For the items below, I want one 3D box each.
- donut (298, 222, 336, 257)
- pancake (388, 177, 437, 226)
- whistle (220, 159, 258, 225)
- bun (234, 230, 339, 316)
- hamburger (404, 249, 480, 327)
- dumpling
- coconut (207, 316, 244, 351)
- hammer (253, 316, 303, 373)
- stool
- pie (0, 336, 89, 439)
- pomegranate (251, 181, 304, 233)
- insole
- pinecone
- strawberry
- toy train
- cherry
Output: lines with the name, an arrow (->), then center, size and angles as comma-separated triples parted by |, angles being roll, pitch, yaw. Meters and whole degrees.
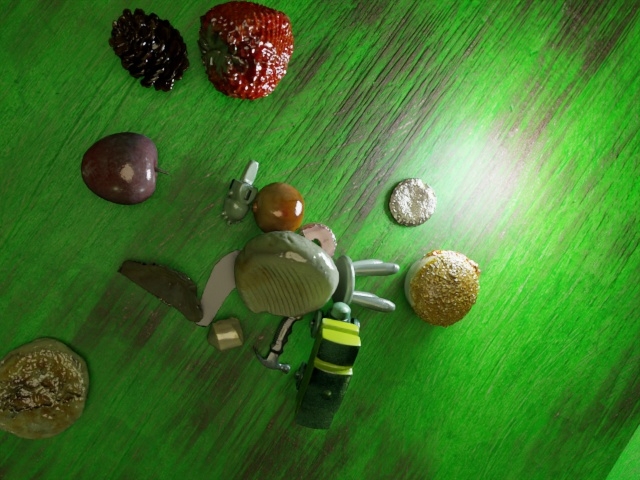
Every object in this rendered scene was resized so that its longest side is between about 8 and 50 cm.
donut -> 0.000, 0.000, 1.877 | 0.116, 0.065, 0.166 | -28, 100, -9
pancake -> 0.356, -0.147, 1.973 | 0.199, 0.021, 0.200 | -1, 93, -13
whistle -> -0.277, -0.164, 1.787 | 0.110, 0.092, 0.245 | 17, 95, -42
bun -> -0.113, 0.100, 1.746 | 0.364, 0.220, 0.365 | 2, 135, 2
hamburger -> 0.459, 0.177, 1.934 | 0.275, 0.179, 0.295 | 23, 88, -14
dumpling -> -0.516, 0.140, 1.756 | 0.332, 0.086, 0.166 | 36, 117, -13
coconut -> -0.337, 0.331, 1.794 | 0.122, 0.116, 0.116 | -14, 96, -16
hammer -> -0.144, 0.362, 1.877 | 0.158, 0.041, 0.227 | 28, 87, -15
stool -> 0.157, 0.160, 1.861 | 0.198, 0.195, 0.196 | 8, 91, -18
pie -> -0.925, 0.493, 1.685 | 0.338, 0.077, 0.340 | -1, 94, -12
pomegranate -> -0.147, -0.107, 1.781 | 0.191, 0.191, 0.192 | -1, 93, -13
insole -> -0.358, 0.169, 1.830 | 0.110, 0.012, 0.310 | 28, 87, -11
pinecone -> -0.541, -0.611, 1.627 | 0.224, 0.272, 0.225 | -6, 70, 15
strawberry -> -0.232, -0.639, 1.713 | 0.351, 0.267, 0.312 | -32, 130, -38
toy train -> 0.018, 0.439, 1.760 | 0.179, 0.272, 0.443 | 14, 114, -6
cherry -> -0.621, -0.233, 1.642 | 0.285, 0.236, 0.213 | 6, 133, -5
